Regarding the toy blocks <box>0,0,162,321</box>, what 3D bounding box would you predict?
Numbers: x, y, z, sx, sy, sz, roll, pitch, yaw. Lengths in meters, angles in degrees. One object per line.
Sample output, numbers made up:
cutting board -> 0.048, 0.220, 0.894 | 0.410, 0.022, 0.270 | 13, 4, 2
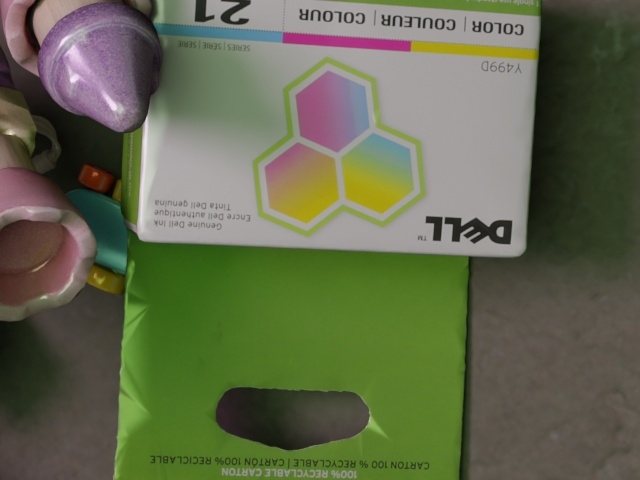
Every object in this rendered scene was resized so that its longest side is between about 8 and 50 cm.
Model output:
toy blocks -> -0.235, -0.003, 0.823 | 0.309, 0.288, 0.260 | -63, 37, 31

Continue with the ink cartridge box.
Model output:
ink cartridge box -> 0.000, 0.000, 0.909 | 0.188, 0.097, 0.255 | 2, 93, -11

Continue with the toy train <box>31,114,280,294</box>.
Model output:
toy train -> -0.074, -0.039, 0.988 | 0.166, 0.046, 0.125 | -16, 87, 11
